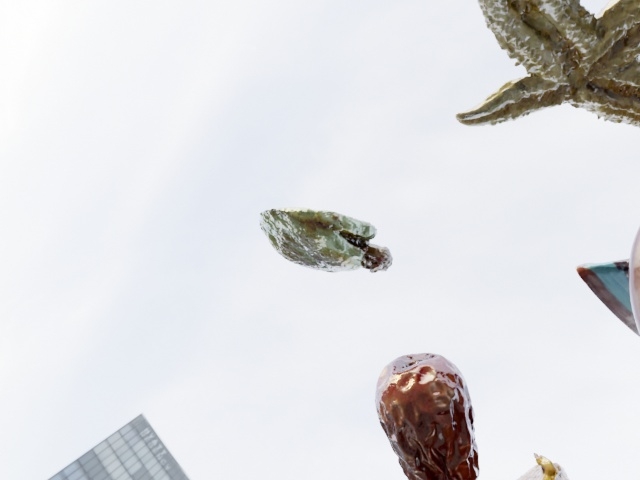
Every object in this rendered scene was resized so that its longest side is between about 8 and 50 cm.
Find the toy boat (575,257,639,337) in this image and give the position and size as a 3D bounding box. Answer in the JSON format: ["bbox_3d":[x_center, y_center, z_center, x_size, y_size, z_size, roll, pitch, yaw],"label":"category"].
[{"bbox_3d":[0.612,0.116,0.767,0.079,0.392,0.136,-27,-134,44],"label":"toy boat"}]

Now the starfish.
[{"bbox_3d":[0.379,-0.255,0.477,0.432,0.082,0.324,0,-38,3],"label":"starfish"}]

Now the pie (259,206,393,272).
[{"bbox_3d":[-0.008,-0.004,0.855,0.274,0.257,0.105,-9,-123,51],"label":"pie"}]

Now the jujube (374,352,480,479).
[{"bbox_3d":[0.176,0.296,0.646,0.155,0.155,0.230,-17,-80,22],"label":"jujube"}]

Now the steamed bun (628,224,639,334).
[{"bbox_3d":[0.533,0.046,0.484,0.248,0.235,0.379,5,-94,49],"label":"steamed bun"}]

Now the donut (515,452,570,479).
[{"bbox_3d":[0.262,0.405,0.562,0.253,0.253,0.118,-48,-119,20],"label":"donut"}]
